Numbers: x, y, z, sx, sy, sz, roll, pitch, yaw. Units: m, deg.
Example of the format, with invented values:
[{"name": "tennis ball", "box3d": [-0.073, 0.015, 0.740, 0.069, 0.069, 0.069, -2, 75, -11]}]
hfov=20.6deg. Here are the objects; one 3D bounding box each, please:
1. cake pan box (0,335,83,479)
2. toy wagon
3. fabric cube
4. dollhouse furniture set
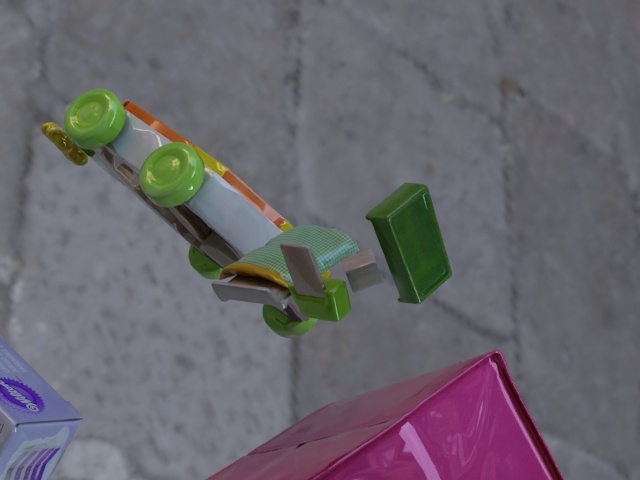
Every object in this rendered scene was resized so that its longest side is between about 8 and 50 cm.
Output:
[{"name": "cake pan box", "box3d": [-0.291, 0.134, 1.090, 0.267, 0.246, 0.070, 41, 21, 27]}, {"name": "toy wagon", "box3d": [-0.136, -0.044, 1.640, 0.344, 0.068, 0.267, 35, -10, 38]}, {"name": "fabric cube", "box3d": [0.058, 0.279, 1.561, 0.259, 0.258, 0.254, -29, 93, -39]}, {"name": "dollhouse furniture set", "box3d": [0.000, 0.000, 1.006, 0.076, 0.151, 0.058, -38, 119, -35]}]
